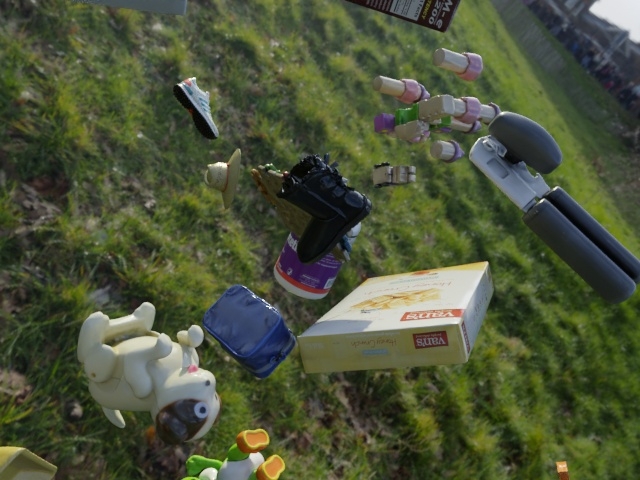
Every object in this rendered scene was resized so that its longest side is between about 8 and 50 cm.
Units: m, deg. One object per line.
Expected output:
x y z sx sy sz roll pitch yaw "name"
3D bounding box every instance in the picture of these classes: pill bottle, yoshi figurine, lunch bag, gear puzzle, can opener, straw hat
0.000 0.000 1.667 0.182 0.322 0.181 23 19 -8 "pill bottle"
-0.290 0.692 1.614 0.203 0.362 0.203 37 27 -24 "yoshi figurine"
-0.075 0.105 0.635 0.098 0.067 0.065 33 -21 35 "lunch bag"
-0.047 -0.074 1.122 0.339 0.044 0.175 29 -29 54 "gear puzzle"
0.315 -0.048 0.741 0.076 0.095 0.283 -35 76 -33 "can opener"
-0.224 -0.142 1.258 0.061 0.144 0.144 11 31 -20 "straw hat"

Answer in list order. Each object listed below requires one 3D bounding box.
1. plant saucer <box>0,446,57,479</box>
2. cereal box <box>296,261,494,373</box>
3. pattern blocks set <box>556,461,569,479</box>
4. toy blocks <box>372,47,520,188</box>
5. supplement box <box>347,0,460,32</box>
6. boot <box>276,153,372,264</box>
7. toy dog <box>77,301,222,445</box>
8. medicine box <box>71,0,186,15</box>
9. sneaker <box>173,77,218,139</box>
-0.702 0.551 1.117 0.081 0.332 0.333 34 60 8 "plant saucer"
0.099 0.083 0.659 0.240 0.173 0.047 -27 105 -65 "cereal box"
0.443 0.538 0.984 0.325 0.026 0.285 59 27 -45 "pattern blocks set"
0.315 -0.293 1.473 0.260 0.308 0.289 3 -4 -35 "toy blocks"
0.053 -0.342 0.693 0.240 0.073 0.130 16 40 -5 "supplement box"
-0.009 -0.035 0.651 0.099 0.121 0.045 34 22 -37 "boot"
-0.473 0.412 1.616 0.408 0.395 0.284 23 3 23 "toy dog"
-0.347 -0.504 0.876 0.264 0.149 0.289 -1 53 -21 "medicine box"
-0.292 -0.332 1.416 0.075 0.057 0.161 -47 112 -34 "sneaker"
